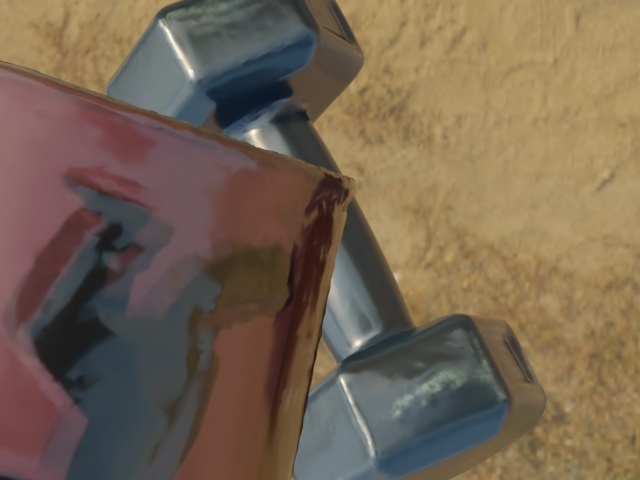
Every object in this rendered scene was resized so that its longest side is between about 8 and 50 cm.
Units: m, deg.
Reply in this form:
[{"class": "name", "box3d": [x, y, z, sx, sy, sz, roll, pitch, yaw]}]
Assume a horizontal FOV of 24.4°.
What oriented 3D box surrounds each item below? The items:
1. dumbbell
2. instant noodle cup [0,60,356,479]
[{"class": "dumbbell", "box3d": [0.001, 0.000, 0.877, 0.156, 0.316, 0.143, -24, 164, -12]}, {"class": "instant noodle cup", "box3d": [-0.101, 0.040, 0.392, 0.235, 0.235, 0.178, 19, 92, -2]}]
